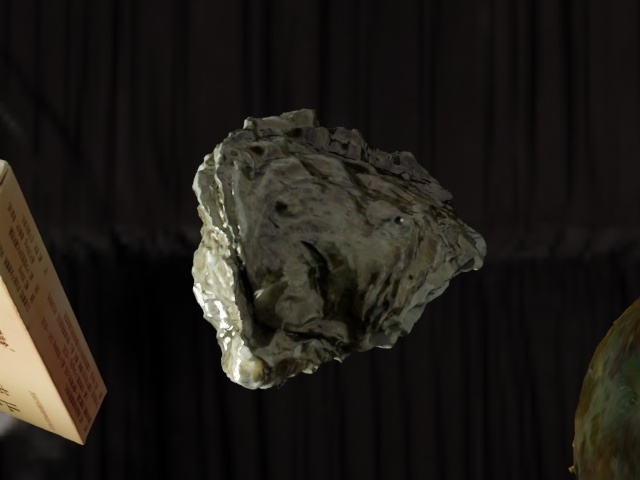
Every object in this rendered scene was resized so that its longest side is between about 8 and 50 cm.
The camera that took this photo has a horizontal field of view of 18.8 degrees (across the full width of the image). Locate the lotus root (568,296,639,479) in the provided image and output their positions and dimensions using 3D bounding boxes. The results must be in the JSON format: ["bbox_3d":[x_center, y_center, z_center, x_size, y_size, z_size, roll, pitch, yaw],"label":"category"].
[{"bbox_3d":[0.172,0.079,0.539,0.152,0.160,0.275,20,174,-25],"label":"lotus root"}]

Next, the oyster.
[{"bbox_3d":[0.000,0.000,0.835,0.125,0.064,0.177,38,-144,30],"label":"oyster"}]

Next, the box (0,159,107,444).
[{"bbox_3d":[-0.074,0.005,0.349,0.058,0.015,0.093,19,156,14],"label":"box"}]
